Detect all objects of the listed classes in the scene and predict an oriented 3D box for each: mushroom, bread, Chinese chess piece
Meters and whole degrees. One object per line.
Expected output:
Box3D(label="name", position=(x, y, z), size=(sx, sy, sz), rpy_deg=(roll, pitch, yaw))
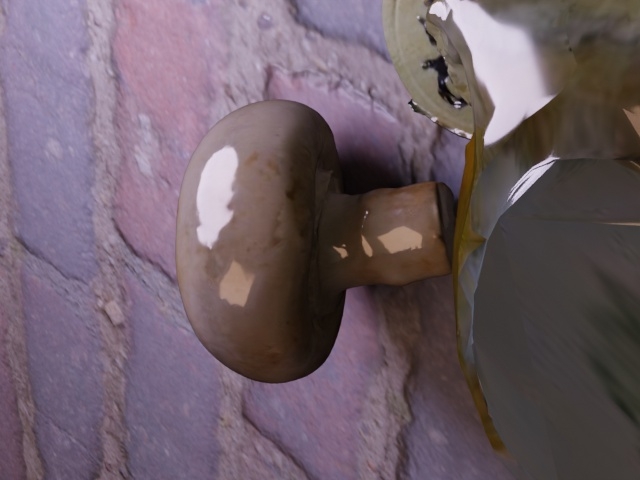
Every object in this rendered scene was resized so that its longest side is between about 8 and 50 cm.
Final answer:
Box3D(label="mushroom", position=(-0.012, -0.009, 1.060), size=(0.206, 0.209, 0.206), rpy_deg=(156, 90, -85))
Box3D(label="bread", position=(0.190, -0.038, 0.694), size=(0.239, 0.264, 0.395), rpy_deg=(7, 120, 54))
Box3D(label="Chinese chess piece", position=(0.102, -0.132, 0.907), size=(0.144, 0.058, 0.144), rpy_deg=(31, 137, 35))
